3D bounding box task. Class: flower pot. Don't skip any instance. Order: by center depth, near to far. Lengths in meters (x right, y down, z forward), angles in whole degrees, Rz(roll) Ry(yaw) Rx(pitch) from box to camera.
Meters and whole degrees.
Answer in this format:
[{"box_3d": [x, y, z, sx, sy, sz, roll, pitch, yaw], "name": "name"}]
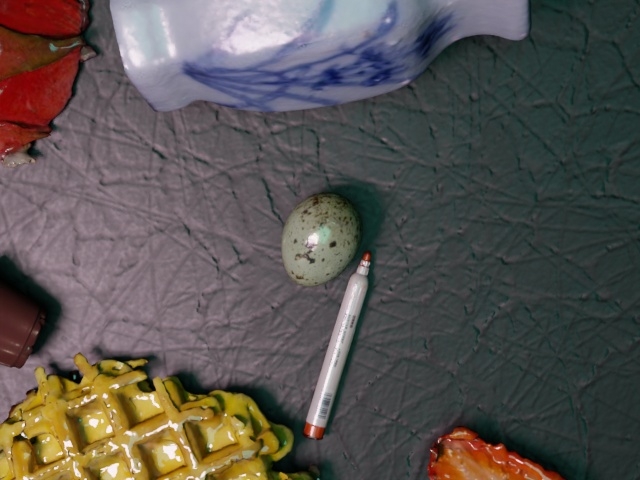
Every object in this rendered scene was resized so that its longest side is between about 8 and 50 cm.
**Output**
[{"box_3d": [-0.351, 0.091, 1.499, 0.089, 0.111, 0.111, 26, 95, -12], "name": "flower pot"}]

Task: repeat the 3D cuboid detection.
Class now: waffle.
[{"box_3d": [-0.207, 0.326, 1.501, 0.379, 0.095, 0.382, 16, 87, 8], "name": "waffle"}]

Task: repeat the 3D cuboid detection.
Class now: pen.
[{"box_3d": [0.021, 0.116, 1.521, 0.026, 0.026, 0.218, 16, 95, 1], "name": "pen"}]

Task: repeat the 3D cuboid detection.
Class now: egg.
[{"box_3d": [0.000, 0.000, 1.483, 0.085, 0.085, 0.110, 21, 114, 0], "name": "egg"}]

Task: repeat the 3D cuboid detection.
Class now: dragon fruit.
[{"box_3d": [-0.393, -0.239, 1.476, 0.282, 0.100, 0.344, -15, 95, -1], "name": "dragon fruit"}]

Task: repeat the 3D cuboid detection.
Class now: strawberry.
[{"box_3d": [0.198, 0.282, 1.508, 0.188, 0.082, 0.121, 42, 75, 8], "name": "strawberry"}]

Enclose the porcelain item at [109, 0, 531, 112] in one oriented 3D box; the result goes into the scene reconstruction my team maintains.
[{"box_3d": [0.003, -0.245, 1.389, 0.405, 0.242, 0.179, -13, 75, 6], "name": "porcelain item"}]
